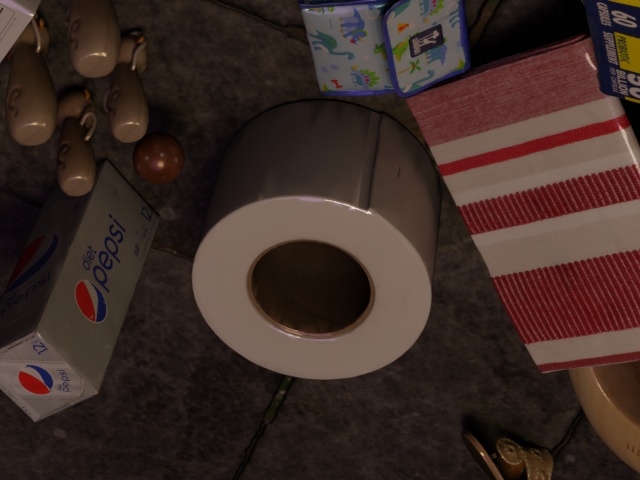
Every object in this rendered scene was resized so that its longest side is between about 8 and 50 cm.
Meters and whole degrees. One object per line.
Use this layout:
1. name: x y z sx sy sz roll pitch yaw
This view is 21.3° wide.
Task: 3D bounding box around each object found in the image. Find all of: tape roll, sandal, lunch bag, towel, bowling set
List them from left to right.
1. bowling set: -0.239 -0.137 1.725 0.287 0.154 0.200 -36 134 29
2. tape roll: 0.000 0.000 1.758 0.246 0.169 0.246 4 128 5
3. lunch bag: 0.064 -0.207 1.620 0.151 0.096 0.128 -2 142 10
4. sandal: 0.244 0.281 2.027 0.079 0.088 0.240 -34 130 -5
5. towel: 0.240 -0.029 1.662 0.237 0.037 0.329 -13 107 48

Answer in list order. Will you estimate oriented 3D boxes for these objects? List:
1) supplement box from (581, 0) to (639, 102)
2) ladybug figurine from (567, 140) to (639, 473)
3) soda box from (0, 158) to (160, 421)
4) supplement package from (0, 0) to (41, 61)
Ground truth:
1. supplement box: 0.420 -0.204 1.407 0.357 0.195 0.194 16 163 21
2. ladybug figurine: 0.398 0.055 1.710 0.305 0.162 0.449 35 137 26
3. soda box: -0.257 0.046 1.758 0.091 0.286 0.098 -26 120 28
4. supplement package: -0.399 -0.266 1.582 0.263 0.199 0.198 32 126 -16
